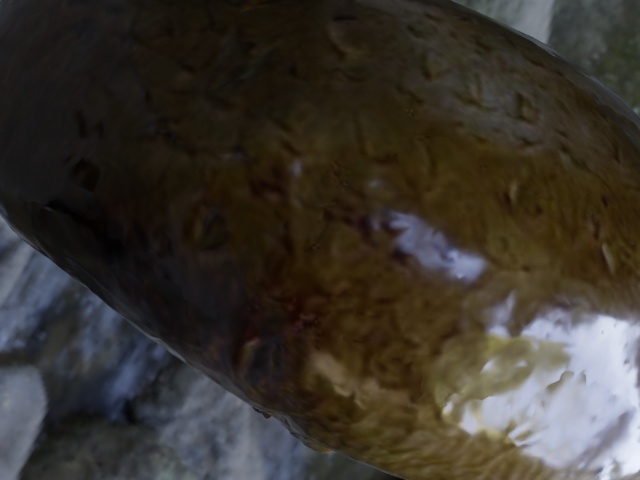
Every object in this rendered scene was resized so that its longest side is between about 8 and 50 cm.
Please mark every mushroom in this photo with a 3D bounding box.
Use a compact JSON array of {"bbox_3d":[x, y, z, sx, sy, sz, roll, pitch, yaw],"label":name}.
[{"bbox_3d":[0.009,-0.023,0.615,0.345,0.345,0.239,25,73,-68],"label":"mushroom"}]
